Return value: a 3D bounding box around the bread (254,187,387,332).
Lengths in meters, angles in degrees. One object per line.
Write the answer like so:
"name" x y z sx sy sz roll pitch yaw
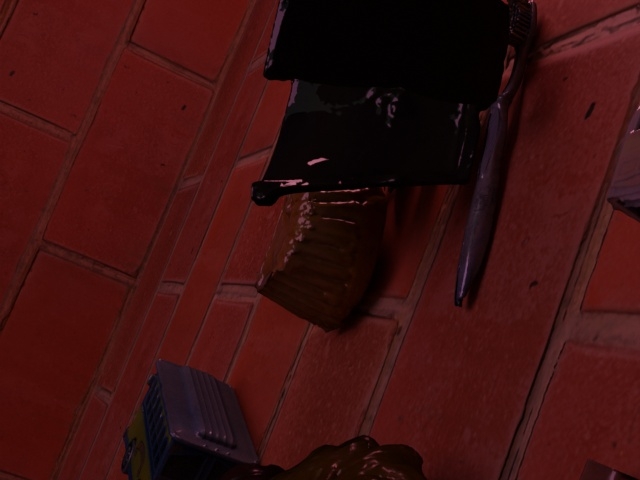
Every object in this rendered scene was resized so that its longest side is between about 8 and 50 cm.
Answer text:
"bread" 0.004 -0.001 1.437 0.240 0.139 0.240 -162 90 -78

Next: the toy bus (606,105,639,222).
"toy bus" 0.337 -0.087 0.678 0.342 0.097 0.138 -35 28 61

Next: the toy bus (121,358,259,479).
"toy bus" -0.218 0.336 1.641 0.190 0.152 0.312 -64 18 8

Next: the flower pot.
"flower pot" 0.078 -0.206 1.206 0.379 0.251 0.380 11 -90 -87

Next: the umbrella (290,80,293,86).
"umbrella" 0.023 -0.198 1.713 0.128 0.154 0.337 51 -145 -67

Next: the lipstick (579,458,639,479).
"lipstick" 0.194 0.237 0.745 0.145 0.045 0.045 -68 16 -5

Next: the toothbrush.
"toothbrush" 0.203 -0.113 1.192 0.035 0.042 0.414 -31 41 61

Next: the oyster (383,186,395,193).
"oyster" 0.109 -0.187 1.510 0.166 0.094 0.294 114 158 -59

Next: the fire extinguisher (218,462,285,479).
"fire extinguisher" -0.059 0.384 1.166 0.337 0.114 0.136 -111 27 -65

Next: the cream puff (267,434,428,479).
"cream puff" 0.014 0.295 0.944 0.244 0.196 0.244 -30 -13 -8
